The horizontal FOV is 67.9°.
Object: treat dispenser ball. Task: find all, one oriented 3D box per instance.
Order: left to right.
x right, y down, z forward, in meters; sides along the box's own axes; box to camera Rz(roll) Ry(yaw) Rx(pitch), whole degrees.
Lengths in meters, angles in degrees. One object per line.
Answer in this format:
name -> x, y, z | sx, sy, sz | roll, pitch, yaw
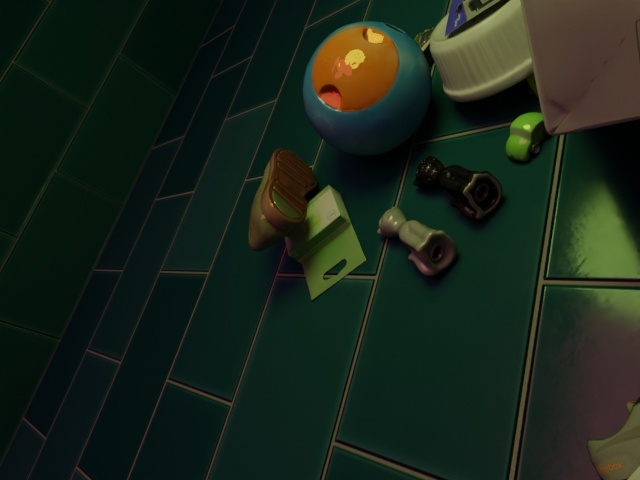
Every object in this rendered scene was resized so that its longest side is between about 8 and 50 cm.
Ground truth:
treat dispenser ball -> 0.104, -0.337, 1.070 | 0.288, 0.288, 0.288 | -26, 47, 33

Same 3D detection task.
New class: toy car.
toy car -> 0.414, -0.248, 0.865 | 0.225, 0.053, 0.239 | -55, 38, 2

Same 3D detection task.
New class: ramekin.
ramekin -> 0.342, -0.411, 0.941 | 0.273, 0.127, 0.272 | -34, 27, 20

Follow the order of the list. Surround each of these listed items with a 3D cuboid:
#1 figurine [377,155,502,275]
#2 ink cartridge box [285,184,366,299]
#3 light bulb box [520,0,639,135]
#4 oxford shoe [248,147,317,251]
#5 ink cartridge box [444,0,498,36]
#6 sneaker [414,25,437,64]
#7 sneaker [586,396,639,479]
figurine -> 0.212, -0.062, 0.937 | 0.215, 0.092, 0.209 | -53, 30, 5
ink cartridge box -> 0.000, 0.000, 1.134 | 0.171, 0.056, 0.235 | -39, 40, 20
light bulb box -> 0.446, -0.308, 0.562 | 0.358, 0.225, 0.361 | -7, 20, 32
oxford shoe -> -0.110, -0.117, 1.201 | 0.146, 0.140, 0.397 | -46, 14, 26
ink cartridge box -> 0.325, -0.500, 0.902 | 0.208, 0.045, 0.206 | -24, 32, 37
sneaker -> 0.276, -0.504, 1.179 | 0.192, 0.064, 0.086 | -44, 45, 20
sneaker -> 0.418, 0.192, 0.523 | 0.271, 0.100, 0.108 | -45, 34, 15
